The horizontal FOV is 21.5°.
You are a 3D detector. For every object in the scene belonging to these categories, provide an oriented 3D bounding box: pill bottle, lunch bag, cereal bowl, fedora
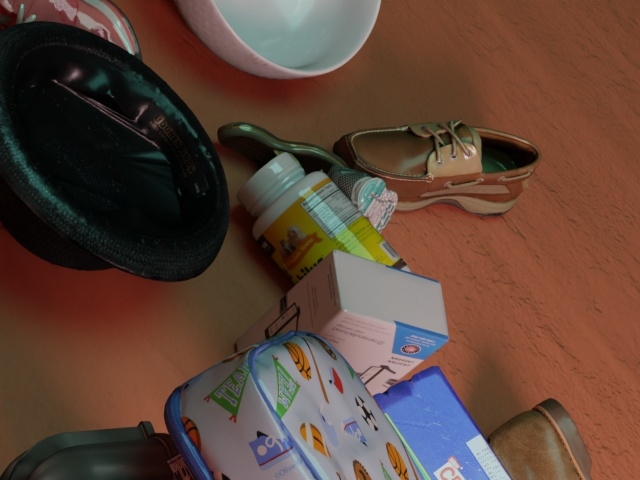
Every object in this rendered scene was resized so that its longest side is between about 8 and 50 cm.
[{"bbox_3d":[0.000,0.000,2.018,0.215,0.117,0.117,48,39,5],"label":"pill bottle"},{"bbox_3d":[-0.007,0.199,1.393,0.243,0.115,0.303,58,13,5],"label":"lunch bag"},{"bbox_3d":[-0.081,-0.372,2.221,0.339,0.141,0.339,8,79,-42],"label":"cereal bowl"},{"bbox_3d":[-0.262,-0.070,1.817,0.334,0.152,0.334,29,42,-30],"label":"fedora"}]

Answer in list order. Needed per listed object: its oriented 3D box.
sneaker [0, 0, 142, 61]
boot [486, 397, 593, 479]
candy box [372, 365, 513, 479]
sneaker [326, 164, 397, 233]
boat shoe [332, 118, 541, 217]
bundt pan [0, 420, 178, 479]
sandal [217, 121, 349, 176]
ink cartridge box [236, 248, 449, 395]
[{"bbox_3d":[-0.335,-0.264,1.970,0.136,0.116,0.314,-33,85,-42],"label":"sneaker"},{"bbox_3d":[0.296,0.348,2.007,0.115,0.112,0.305,-24,75,-18],"label":"boot"},{"bbox_3d":[0.111,0.304,1.675,0.122,0.317,0.268,-26,72,-19],"label":"candy box"},{"bbox_3d":[0.048,-0.055,2.113,0.076,0.166,0.065,28,79,18],"label":"sneaker"},{"bbox_3d":[0.164,-0.115,2.264,0.324,0.120,0.123,3,54,-40],"label":"boat shoe"},{"bbox_3d":[-0.213,0.312,1.398,0.124,0.331,0.331,7,51,-25],"label":"bundt pan"},{"bbox_3d":[-0.050,-0.096,2.106,0.180,0.072,0.049,20,60,-25],"label":"sandal"},{"bbox_3d":[0.022,0.111,1.870,0.148,0.203,0.086,16,48,-30],"label":"ink cartridge box"}]
